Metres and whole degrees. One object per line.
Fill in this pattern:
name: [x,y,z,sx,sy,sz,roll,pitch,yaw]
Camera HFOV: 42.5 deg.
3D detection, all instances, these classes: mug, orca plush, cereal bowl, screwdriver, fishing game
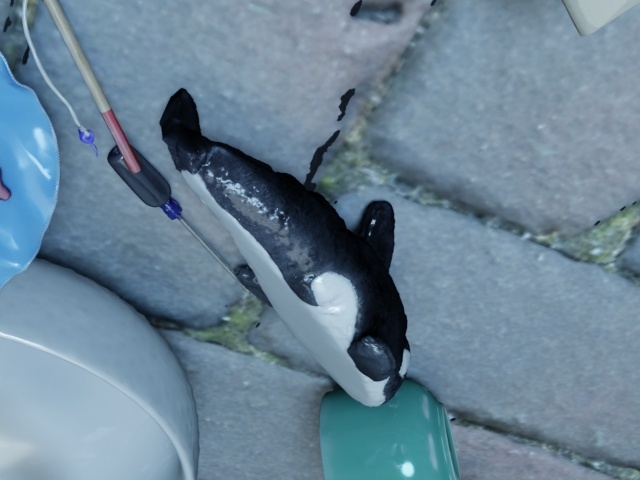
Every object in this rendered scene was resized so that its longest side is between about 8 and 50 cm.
mug: [0.065,0.178,0.701,0.098,0.157,0.129,-13,106,11]
orca plush: [0.000,0.000,0.583,0.287,0.102,0.151,50,161,-23]
cereal bowl: [-0.255,0.126,0.638,0.339,0.141,0.338,1,132,1]
screwdriver: [-0.098,-0.009,0.600,0.025,0.024,0.170,7,147,36]
fishing game: [-0.227,-0.038,0.438,0.041,0.264,0.189,14,132,52]

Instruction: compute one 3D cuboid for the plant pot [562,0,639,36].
plant pot: [0.140,-0.181,0.388,0.109,0.109,0.096,-33,112,27]
